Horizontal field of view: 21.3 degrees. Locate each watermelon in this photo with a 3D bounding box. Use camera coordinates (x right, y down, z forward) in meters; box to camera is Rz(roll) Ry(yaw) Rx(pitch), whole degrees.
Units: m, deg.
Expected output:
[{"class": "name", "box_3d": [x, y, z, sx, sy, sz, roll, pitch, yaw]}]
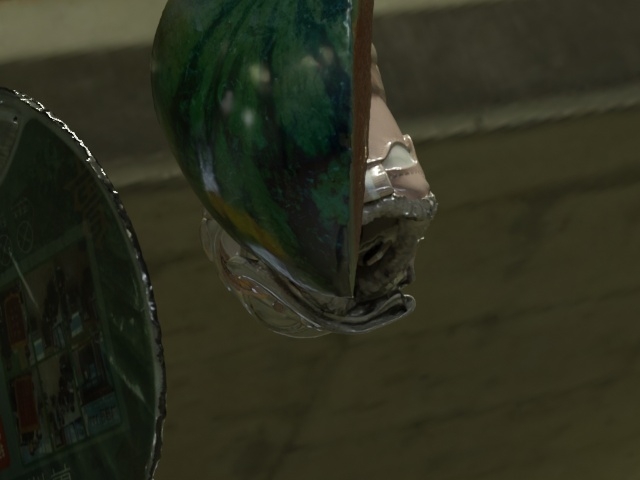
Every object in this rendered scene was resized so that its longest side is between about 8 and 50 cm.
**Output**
[{"class": "watermelon", "box_3d": [-0.019, -0.066, 0.903, 0.128, 0.146, 0.231, -7, -41, -9]}]

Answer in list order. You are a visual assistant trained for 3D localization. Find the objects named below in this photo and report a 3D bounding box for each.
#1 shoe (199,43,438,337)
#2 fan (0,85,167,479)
[{"class": "shoe", "box_3d": [-0.003, 0.001, 1.448, 0.172, 0.198, 0.351, -16, -36, -10]}, {"class": "fan", "box_3d": [-0.119, 0.005, 0.646, 0.012, 0.294, 0.223, -4, 13, -37]}]
